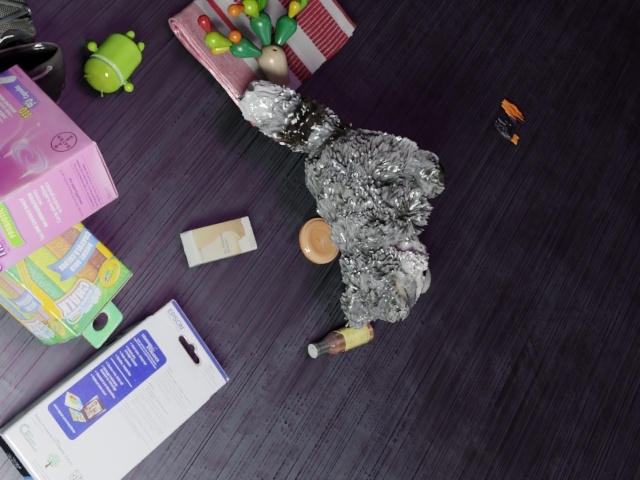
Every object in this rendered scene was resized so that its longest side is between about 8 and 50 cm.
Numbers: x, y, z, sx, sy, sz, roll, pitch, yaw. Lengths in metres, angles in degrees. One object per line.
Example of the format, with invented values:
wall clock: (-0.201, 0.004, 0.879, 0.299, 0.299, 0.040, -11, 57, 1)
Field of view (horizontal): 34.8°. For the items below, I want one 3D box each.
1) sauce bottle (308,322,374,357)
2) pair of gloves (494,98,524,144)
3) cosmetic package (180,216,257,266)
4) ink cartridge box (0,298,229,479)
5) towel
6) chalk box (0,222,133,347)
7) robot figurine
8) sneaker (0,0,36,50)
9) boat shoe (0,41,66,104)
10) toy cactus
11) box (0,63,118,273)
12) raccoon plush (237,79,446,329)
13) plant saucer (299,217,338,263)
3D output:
sauce bottle: (0.035, 0.175, 1.793, 0.128, 0.042, 0.042, -15, 88, -38)
pair of gloves: (0.402, -0.253, 2.175, 0.074, 0.010, 0.083, 35, 64, -25)
cosmetic package: (-0.168, 0.002, 1.694, 0.115, 0.041, 0.060, -17, 89, -37)
ink cartridge box: (-0.304, 0.248, 1.526, 0.333, 0.065, 0.165, -39, 101, -33)
towel: (-0.096, -0.385, 1.845, 0.237, 0.037, 0.329, 50, 54, -12)
chalk box: (-0.374, 0.063, 1.478, 0.213, 0.132, 0.132, 46, 58, -17)
robot figurine: (-0.332, -0.284, 1.633, 0.101, 0.067, 0.115, 49, 56, -29)
sneaker: (-0.468, -0.366, 1.549, 0.130, 0.087, 0.227, 38, 63, -24)
boat shoe: (-0.518, -0.226, 1.447, 0.335, 0.095, 0.112, -17, 53, -39)
toy cactus: (-0.105, -0.349, 1.759, 0.219, 0.112, 0.180, -35, 115, -39)
box: (-0.440, -0.087, 1.373, 0.243, 0.117, 0.213, -36, 57, -18)
raccoon plush: (0.013, -0.039, 1.757, 0.446, 0.216, 0.299, 22, 70, -10)
plant saucer: (0.000, 0.000, 1.829, 0.083, 0.013, 0.083, 9, 73, -33)
